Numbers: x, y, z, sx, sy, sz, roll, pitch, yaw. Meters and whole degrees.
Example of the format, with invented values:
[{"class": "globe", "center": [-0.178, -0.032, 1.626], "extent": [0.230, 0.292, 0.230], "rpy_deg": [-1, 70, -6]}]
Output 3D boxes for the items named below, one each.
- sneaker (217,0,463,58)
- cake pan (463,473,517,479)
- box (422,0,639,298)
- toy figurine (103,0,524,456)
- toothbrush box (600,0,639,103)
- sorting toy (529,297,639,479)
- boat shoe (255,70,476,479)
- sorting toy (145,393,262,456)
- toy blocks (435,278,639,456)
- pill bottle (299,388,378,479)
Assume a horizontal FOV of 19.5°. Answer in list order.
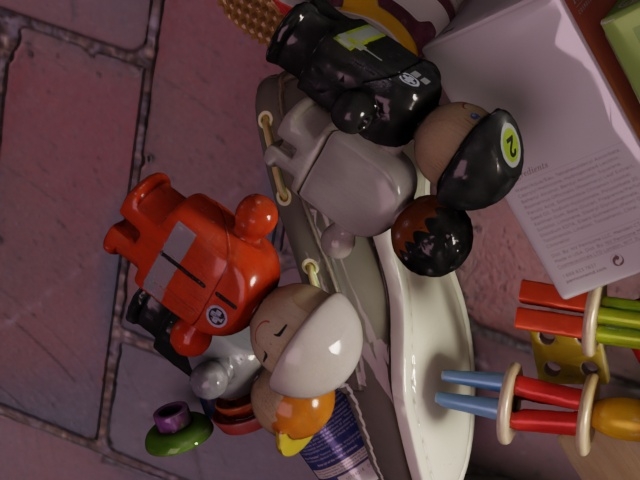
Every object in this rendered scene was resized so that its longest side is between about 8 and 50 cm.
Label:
[{"class": "sneaker", "center": [0.006, -0.157, 1.144], "extent": [0.185, 0.084, 0.070], "rpy_deg": [31, 155, 35]}, {"class": "cake pan", "center": [0.125, 0.286, 1.327], "extent": [0.293, 0.054, 0.293], "rpy_deg": [11, 121, 20]}, {"class": "box", "center": [0.155, -0.077, 1.072], "extent": [0.091, 0.130, 0.170], "rpy_deg": [-22, 106, 33]}, {"class": "toy figurine", "center": [0.000, 0.000, 1.022], "extent": [0.148, 0.213, 0.209], "rpy_deg": [36, 161, 11]}, {"class": "toothbrush box", "center": [0.327, -0.098, 0.987], "extent": [0.283, 0.122, 0.206], "rpy_deg": [-22, 105, 33]}, {"class": "sorting toy", "center": [0.240, 0.140, 1.201], "extent": [0.132, 0.046, 0.274], "rpy_deg": [-27, 103, 33]}, {"class": "boat shoe", "center": [0.031, 0.030, 1.205], "extent": [0.091, 0.109, 0.305], "rpy_deg": [-3, 109, 27]}, {"class": "sorting toy", "center": [-0.082, 0.116, 1.328], "extent": [0.102, 0.061, 0.042], "rpy_deg": [-16, 110, 6]}, {"class": "toy blocks", "center": [0.145, 0.074, 1.140], "extent": [0.148, 0.054, 0.123], "rpy_deg": [7, 119, 15]}, {"class": "pill bottle", "center": [0.001, 0.111, 1.283], "extent": [0.067, 0.067, 0.120], "rpy_deg": [-28, 102, 33]}]
